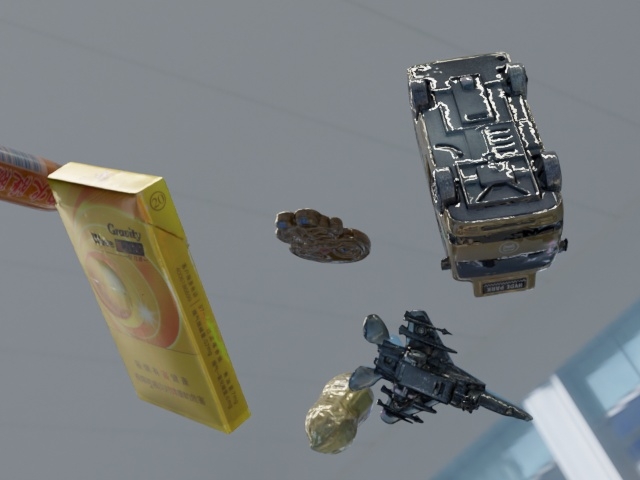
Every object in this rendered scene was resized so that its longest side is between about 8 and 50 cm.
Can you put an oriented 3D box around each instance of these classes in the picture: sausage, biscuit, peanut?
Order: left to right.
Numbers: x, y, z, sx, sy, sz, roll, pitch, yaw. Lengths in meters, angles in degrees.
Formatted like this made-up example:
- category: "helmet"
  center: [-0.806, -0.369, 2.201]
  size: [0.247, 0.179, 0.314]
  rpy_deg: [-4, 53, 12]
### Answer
- category: "sausage"
  center: [-0.350, -0.078, 1.060]
  size: [0.053, 0.053, 0.347]
  rpy_deg: [-43, -32, 21]
- category: "biscuit"
  center: [0.000, 0.000, 1.672]
  size: [0.124, 0.026, 0.175]
  rpy_deg: [-10, -26, 30]
- category: "peanut"
  center: [0.033, 0.284, 1.895]
  size: [0.098, 0.090, 0.214]
  rpy_deg: [-18, 15, 25]

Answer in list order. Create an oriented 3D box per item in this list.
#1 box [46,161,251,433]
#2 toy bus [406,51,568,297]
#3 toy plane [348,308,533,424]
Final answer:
- category: "box"
  center: [-0.165, 0.056, 1.117]
  size: [0.043, 0.152, 0.269]
  rpy_deg: [-39, -57, -35]
- category: "toy bus"
  center: [0.181, -0.081, 1.305]
  size: [0.139, 0.290, 0.157]
  rpy_deg: [-10, -46, 0]
- category: "toy plane"
  center: [0.159, 0.190, 1.512]
  size: [0.078, 0.246, 0.169]
  rpy_deg: [-15, -55, -58]
